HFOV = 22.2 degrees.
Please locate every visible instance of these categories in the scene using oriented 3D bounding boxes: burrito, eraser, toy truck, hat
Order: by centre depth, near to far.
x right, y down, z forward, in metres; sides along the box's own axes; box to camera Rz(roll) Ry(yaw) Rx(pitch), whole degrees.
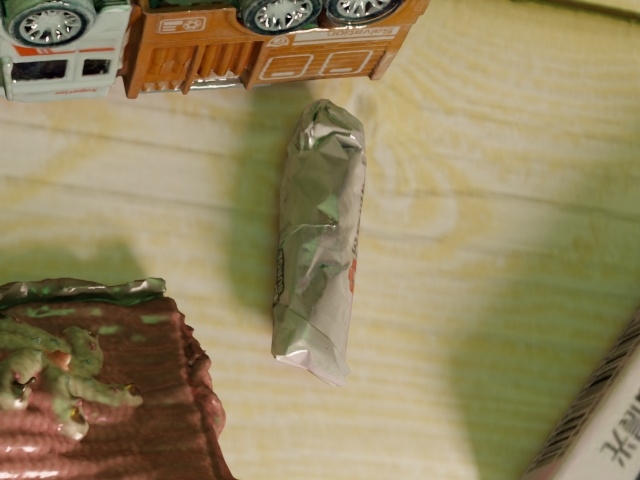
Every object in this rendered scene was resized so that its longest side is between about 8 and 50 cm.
[{"bbox_3d":[-0.191,0.112,0.971,0.286,0.107,0.237,-2,43,-17],"label":"hat"},{"bbox_3d":[-0.089,-0.172,1.085,0.305,0.162,0.136,-6,65,-17],"label":"toy truck"},{"bbox_3d":[-0.001,0.000,1.120,0.064,0.064,0.203,10,72,-18],"label":"burrito"},{"bbox_3d":[0.258,0.121,1.163,0.130,0.086,0.287,41,64,-4],"label":"eraser"}]
